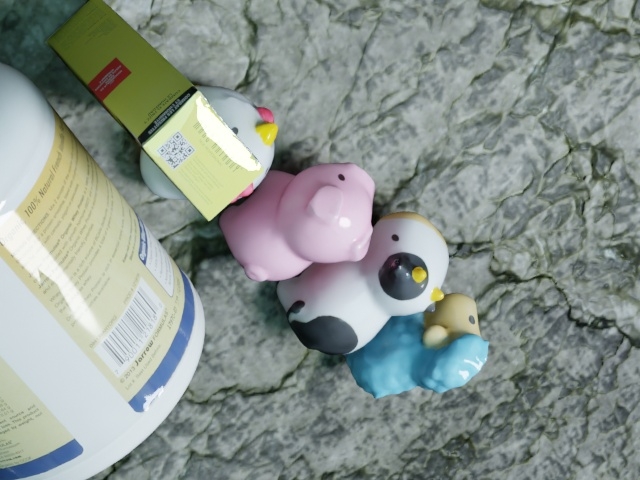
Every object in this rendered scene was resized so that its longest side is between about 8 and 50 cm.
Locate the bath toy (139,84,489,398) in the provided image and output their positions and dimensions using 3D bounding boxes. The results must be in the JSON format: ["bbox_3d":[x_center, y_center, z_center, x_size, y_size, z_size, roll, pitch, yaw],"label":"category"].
[{"bbox_3d":[0.000,0.000,1.530,0.151,0.129,0.348,-46,124,1],"label":"bath toy"}]

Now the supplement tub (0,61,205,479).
[{"bbox_3d":[-0.254,0.011,1.353,0.228,0.228,0.316,-38,124,-4],"label":"supplement tub"}]

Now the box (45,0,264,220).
[{"bbox_3d":[-0.125,-0.102,1.354,0.058,0.232,0.087,-42,126,-2],"label":"box"}]
